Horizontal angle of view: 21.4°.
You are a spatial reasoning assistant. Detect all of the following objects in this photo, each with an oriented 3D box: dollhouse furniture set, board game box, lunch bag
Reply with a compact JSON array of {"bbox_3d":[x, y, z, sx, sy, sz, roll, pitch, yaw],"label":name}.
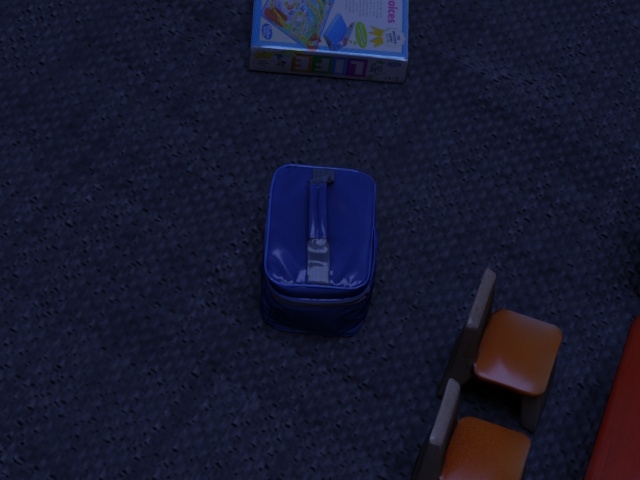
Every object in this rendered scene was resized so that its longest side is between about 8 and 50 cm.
[{"bbox_3d":[0.208,0.071,0.938,0.262,0.135,0.259,19,58,6],"label":"dollhouse furniture set"},{"bbox_3d":[0.008,-0.178,1.138,0.103,0.026,0.154,5,58,-3],"label":"board game box"},{"bbox_3d":[0.000,0.000,1.003,0.067,0.065,0.098,4,58,-3],"label":"lunch bag"}]
